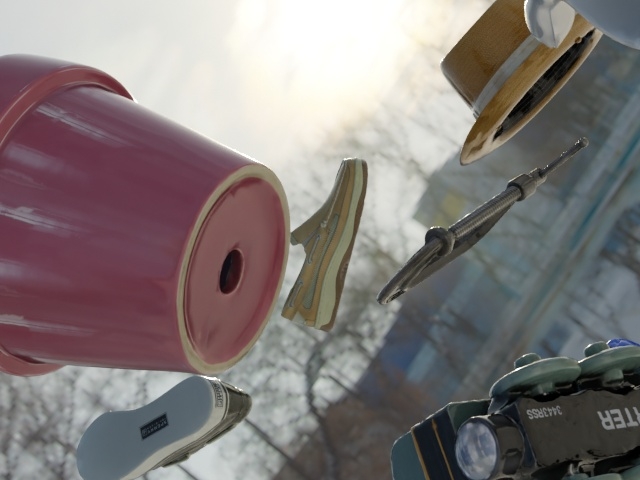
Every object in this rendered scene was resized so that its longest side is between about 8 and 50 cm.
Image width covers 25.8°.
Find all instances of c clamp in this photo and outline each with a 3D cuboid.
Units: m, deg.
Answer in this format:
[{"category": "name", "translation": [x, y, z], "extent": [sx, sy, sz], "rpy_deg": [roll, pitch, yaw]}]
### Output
[{"category": "c clamp", "translation": [0.108, -0.011, 1.015], "extent": [0.161, 0.022, 0.137], "rpy_deg": [-33, -10, -35]}]

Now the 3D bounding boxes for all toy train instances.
[{"category": "toy train", "translation": [0.219, 0.177, 1.189], "extent": [0.334, 0.142, 0.190], "rpy_deg": [-2, -26, -39]}]

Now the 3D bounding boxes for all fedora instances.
[{"category": "fedora", "translation": [0.153, -0.147, 1.118], "extent": [0.194, 0.079, 0.194], "rpy_deg": [-44, -9, -9]}]

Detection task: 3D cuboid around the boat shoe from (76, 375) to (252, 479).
[{"category": "boat shoe", "translation": [-0.164, 0.204, 1.450], "extent": [0.219, 0.077, 0.070], "rpy_deg": [-26, -28, 33]}]

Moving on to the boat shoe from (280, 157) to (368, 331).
[{"category": "boat shoe", "translation": [0.000, 0.000, 1.483], "extent": [0.068, 0.072, 0.190], "rpy_deg": [-74, -3, -87]}]

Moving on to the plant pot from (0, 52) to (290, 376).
[{"category": "plant pot", "translation": [-0.126, -0.003, 0.853], "extent": [0.201, 0.180, 0.201], "rpy_deg": [-38, -45, -52]}]

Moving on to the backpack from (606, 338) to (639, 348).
[{"category": "backpack", "translation": [0.346, 0.174, 1.617], "extent": [0.120, 0.098, 0.101], "rpy_deg": [-49, -44, -8]}]

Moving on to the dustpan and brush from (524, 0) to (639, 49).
[{"category": "dustpan and brush", "translation": [0.094, -0.117, 0.541], "extent": [0.060, 0.147, 0.211], "rpy_deg": [-41, -14, 10]}]
